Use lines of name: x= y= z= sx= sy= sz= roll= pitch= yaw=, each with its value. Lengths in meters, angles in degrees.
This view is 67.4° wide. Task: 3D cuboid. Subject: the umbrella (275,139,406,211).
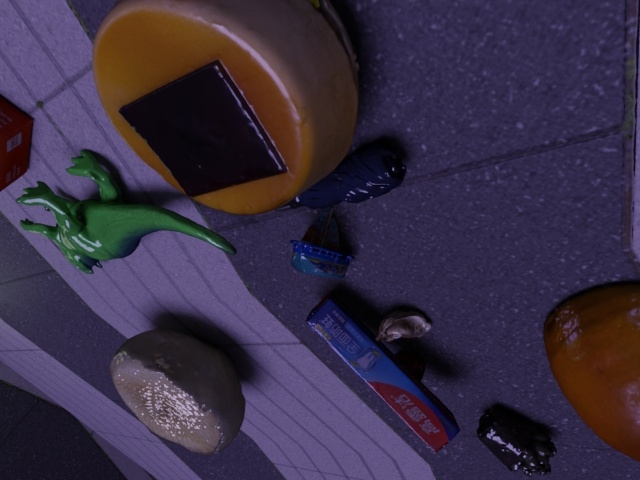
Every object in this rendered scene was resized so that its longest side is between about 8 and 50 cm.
umbrella: x=0.014 y=-0.073 z=0.675 sx=0.248 sy=0.071 sz=0.071 roll=-17 pitch=122 yaw=45

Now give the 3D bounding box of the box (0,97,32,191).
box: x=-0.631 y=-0.188 z=0.895 sx=0.133 sy=0.099 sz=0.182 roll=40 pitch=138 yaw=-10

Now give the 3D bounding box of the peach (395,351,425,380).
peach: x=0.161 y=0.247 z=0.928 sx=0.050 sy=0.078 sz=0.083 roll=31 pitch=-177 yaw=-9

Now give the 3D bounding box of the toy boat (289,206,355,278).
toy boat: x=0.000 y=0.000 z=0.736 sx=0.091 sy=0.110 sz=0.175 roll=13 pitch=179 yaw=20

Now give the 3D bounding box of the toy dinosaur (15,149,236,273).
toy dinosaur: x=-0.387 y=0.029 z=0.953 sx=0.499 sy=0.144 sz=0.375 roll=25 pitch=145 yaw=12

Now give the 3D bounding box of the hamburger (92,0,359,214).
hamburger: x=-0.096 y=-0.174 z=0.540 sx=0.299 sy=0.176 sz=0.301 roll=15 pitch=137 yaw=14

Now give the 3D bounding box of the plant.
plant: x=0.374 y=0.387 z=0.916 sx=0.143 sy=0.094 sz=0.092 roll=31 pitch=129 yaw=4

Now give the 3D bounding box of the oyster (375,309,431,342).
oyster: x=0.143 y=0.151 z=0.836 sx=0.083 sy=0.038 sz=0.081 roll=27 pitch=105 yaw=-24

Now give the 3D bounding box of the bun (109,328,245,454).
bun: x=-0.338 y=0.358 z=1.212 sx=0.363 sy=0.202 sz=0.365 roll=17 pitch=132 yaw=20

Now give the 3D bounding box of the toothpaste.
toothpaste: x=0.108 y=0.228 z=0.851 sx=0.320 sy=0.076 sz=0.066 roll=44 pitch=96 yaw=0

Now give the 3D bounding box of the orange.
orange: x=0.474 y=0.182 z=0.649 sx=0.310 sy=0.274 sz=0.274 roll=50 pitch=147 yaw=25
